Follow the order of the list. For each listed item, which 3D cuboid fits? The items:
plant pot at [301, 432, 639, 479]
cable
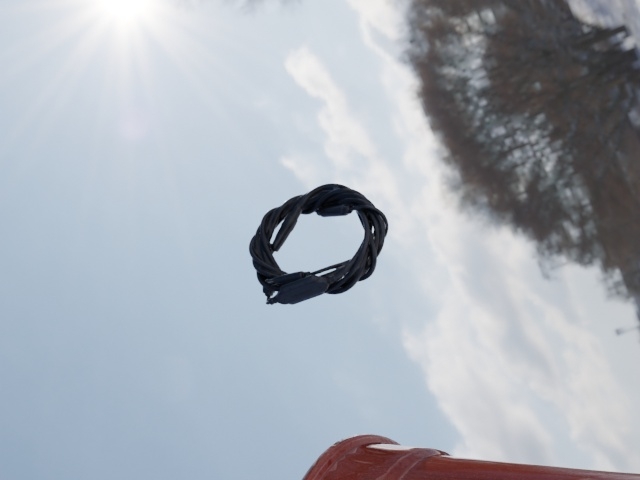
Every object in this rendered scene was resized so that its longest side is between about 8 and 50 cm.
[{"bbox_3d":[0.146,0.283,0.840,0.272,0.265,0.272,16,-110,-52],"label":"plant pot"},{"bbox_3d":[0.000,0.000,1.350,0.047,0.185,0.150,44,-150,-47],"label":"cable"}]
